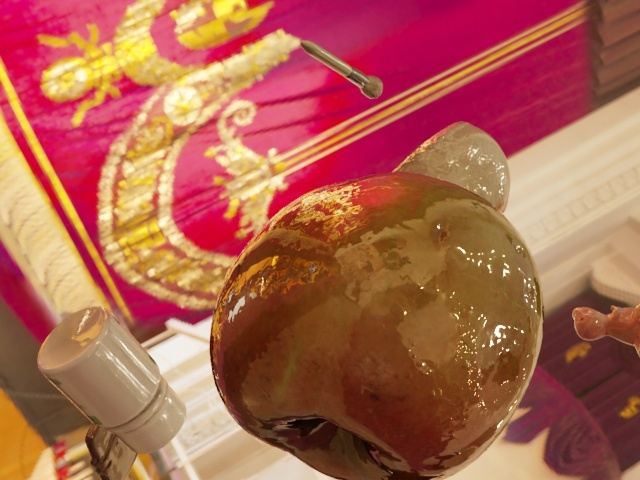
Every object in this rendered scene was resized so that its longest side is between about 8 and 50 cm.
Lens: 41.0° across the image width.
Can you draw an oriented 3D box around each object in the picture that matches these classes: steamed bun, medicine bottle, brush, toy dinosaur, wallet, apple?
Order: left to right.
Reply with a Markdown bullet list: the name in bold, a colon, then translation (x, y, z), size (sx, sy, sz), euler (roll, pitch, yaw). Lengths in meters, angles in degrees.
- **wallet**: translation (-0.376, 0.373, 1.552), size (0.118, 0.039, 0.152), euler (-68, 156, -50)
- **medicine bottle**: translation (-0.322, 0.225, 1.356), size (0.237, 0.139, 0.139), euler (56, -8, -35)
- **brush**: translation (0.041, -0.304, 1.531), size (0.039, 0.042, 0.299), euler (30, 9, 27)
- **apple**: translation (0.059, 0.082, 0.901), size (0.338, 0.305, 0.338), euler (15, -28, 9)
- **steamed bun**: translation (0.198, -0.053, 1.421), size (0.177, 0.283, 0.283), euler (49, -15, 9)
- **toy dinosaur**: translation (0.620, 0.172, 1.716), size (0.194, 0.177, 0.152), euler (61, -2, 34)
